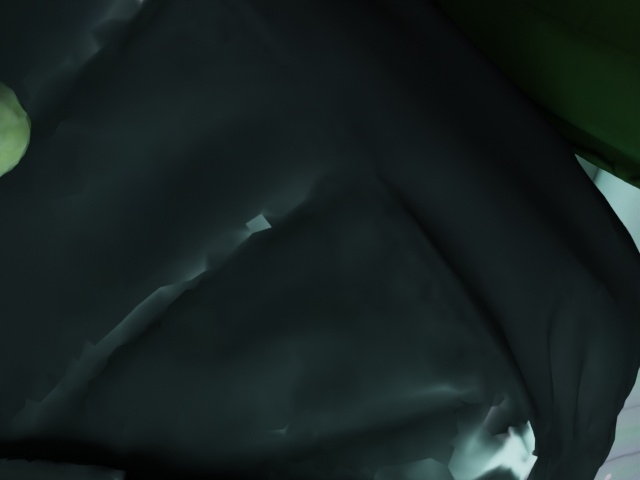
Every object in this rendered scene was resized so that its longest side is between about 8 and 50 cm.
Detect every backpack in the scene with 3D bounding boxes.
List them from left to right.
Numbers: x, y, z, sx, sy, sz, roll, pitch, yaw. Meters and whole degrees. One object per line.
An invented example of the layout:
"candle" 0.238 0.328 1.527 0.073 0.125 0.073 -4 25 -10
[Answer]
"backpack" -0.126 0.068 0.702 0.445 0.363 0.255 -45 171 21

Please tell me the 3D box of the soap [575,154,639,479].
"soap" 0.168 0.044 1.064 0.208 0.115 0.347 -7 131 -33

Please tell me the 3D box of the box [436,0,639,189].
"box" 0.210 -0.166 0.730 0.177 0.253 0.329 21 101 -26

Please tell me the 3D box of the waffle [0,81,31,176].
"waffle" -0.257 -0.021 0.568 0.309 0.292 0.056 -50 178 15
